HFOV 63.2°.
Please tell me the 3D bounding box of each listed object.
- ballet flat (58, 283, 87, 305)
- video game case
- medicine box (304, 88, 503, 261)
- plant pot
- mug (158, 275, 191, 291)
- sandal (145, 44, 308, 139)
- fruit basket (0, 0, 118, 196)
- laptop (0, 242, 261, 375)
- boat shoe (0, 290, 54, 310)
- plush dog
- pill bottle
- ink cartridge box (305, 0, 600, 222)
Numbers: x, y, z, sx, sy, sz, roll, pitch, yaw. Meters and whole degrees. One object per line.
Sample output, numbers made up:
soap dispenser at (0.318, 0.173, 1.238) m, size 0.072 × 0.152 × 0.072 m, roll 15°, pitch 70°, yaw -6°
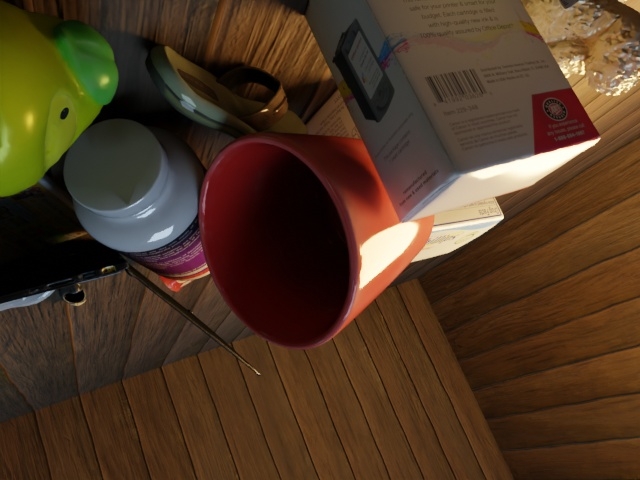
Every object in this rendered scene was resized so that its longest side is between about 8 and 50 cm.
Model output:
ballet flat at (-0.558, 0.121, 1.173) m, size 0.058 × 0.049 × 0.173 m, roll -15°, pitch 163°, yaw -25°
video game case at (-0.489, -0.027, 0.815) m, size 0.206 × 0.026 × 0.227 m, roll -21°, pitch 164°, yaw -8°
medicine box at (0.146, -0.117, 0.934) m, size 0.264 × 0.289 × 0.149 m, roll -9°, pitch 159°, yaw -43°
plant pot at (0.011, -0.024, 0.709) m, size 0.243 × 0.274 × 0.275 m, roll -23°, pitch 169°, yaw -46°
mug at (-0.270, 0.035, 1.145) m, size 0.169 × 0.150 × 0.113 m, roll -29°, pitch 126°, yaw 4°
sandal at (-0.094, -0.186, 0.696) m, size 0.086 × 0.120 × 0.303 m, roll -43°, pitch 159°, yaw 17°
fruit basket at (-0.344, -0.080, 0.414) m, size 0.392 × 0.282 × 0.392 m, roll -15°, pitch 154°, yaw -7°
laptop at (-0.373, 0.137, 0.873) m, size 0.408 × 0.236 × 0.382 m, roll -16°, pitch -170°, yaw -24°
boat shoe at (-0.606, 0.096, 1.008) m, size 0.184 × 0.066 × 0.063 m, roll -13°, pitch 166°, yaw -1°
plush dog at (0.341, -0.302, 0.804) m, size 0.211 × 0.262 × 0.225 m, roll 14°, pitch 145°, yaw -8°
pill bottle at (-0.244, -0.052, 0.788) m, size 0.182 × 0.181 × 0.323 m, roll -23°, pitch 166°, yaw -3°
ink cartridge box at (0.147, -0.199, 0.620) m, size 0.226 × 0.306 × 0.131 m, roll -16°, pitch 163°, yaw -25°
